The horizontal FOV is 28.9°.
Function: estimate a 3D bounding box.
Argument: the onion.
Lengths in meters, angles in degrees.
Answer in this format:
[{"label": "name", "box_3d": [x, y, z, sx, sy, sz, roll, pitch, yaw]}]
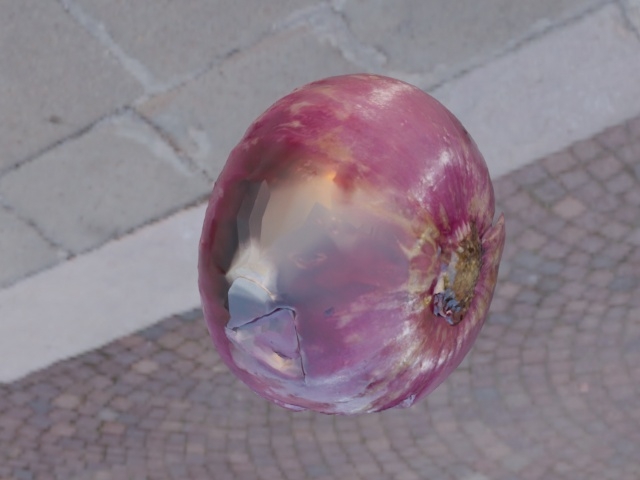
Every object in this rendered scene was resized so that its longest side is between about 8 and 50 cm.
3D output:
[{"label": "onion", "box_3d": [0.011, 0.005, 0.753, 0.201, 0.200, 0.207, 27, 108, -29]}]
